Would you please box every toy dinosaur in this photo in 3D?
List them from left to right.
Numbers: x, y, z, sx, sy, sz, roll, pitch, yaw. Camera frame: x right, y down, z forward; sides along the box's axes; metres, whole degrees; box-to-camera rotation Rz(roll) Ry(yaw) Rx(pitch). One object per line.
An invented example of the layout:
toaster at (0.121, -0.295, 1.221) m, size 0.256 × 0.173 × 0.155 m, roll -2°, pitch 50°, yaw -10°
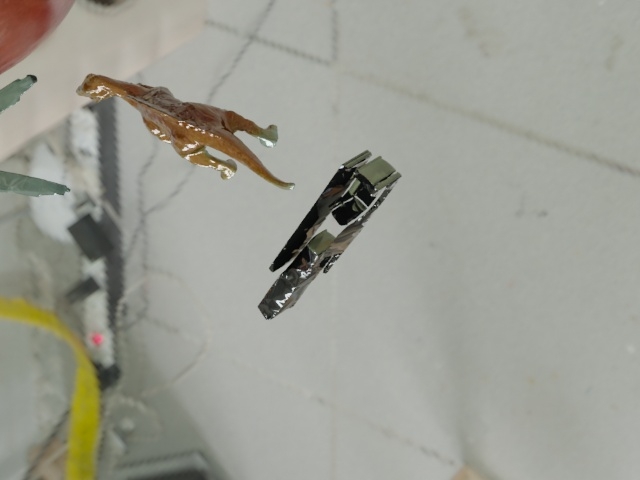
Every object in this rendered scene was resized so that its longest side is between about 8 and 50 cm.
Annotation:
toy dinosaur at (-0.110, -0.101, 1.343) m, size 0.142 × 0.057 × 0.212 m, roll 28°, pitch 172°, yaw -29°

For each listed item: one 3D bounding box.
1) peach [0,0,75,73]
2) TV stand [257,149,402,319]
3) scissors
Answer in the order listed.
peach at (-0.353, -0.259, 1.268) m, size 0.370 × 0.370 × 0.370 m, roll 23°, pitch 132°, yaw 28°
TV stand at (0.000, 0.000, 1.457) m, size 0.042 × 0.036 × 0.249 m, roll 48°, pitch 142°, yaw 9°
scissors at (-0.282, -0.052, 1.124) m, size 0.248 × 0.017 × 0.144 m, roll -10°, pitch 101°, yaw 30°
